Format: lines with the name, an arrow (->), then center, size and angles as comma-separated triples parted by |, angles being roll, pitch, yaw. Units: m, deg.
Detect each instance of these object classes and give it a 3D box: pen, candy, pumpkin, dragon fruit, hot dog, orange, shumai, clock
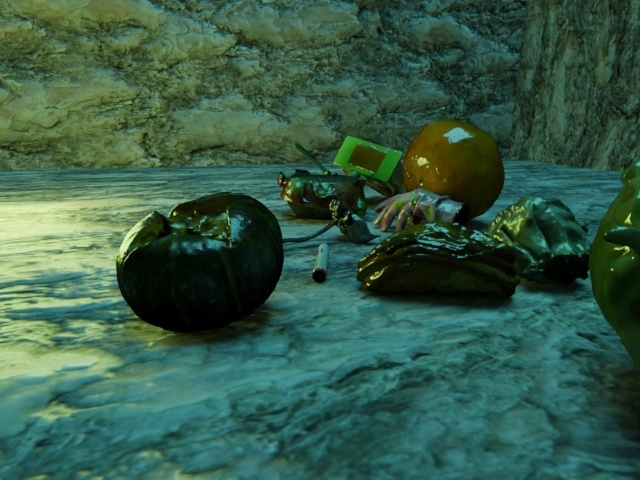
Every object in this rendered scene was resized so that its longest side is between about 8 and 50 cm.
pen -> 0.003, 0.035, 0.908 | 0.026, 0.026, 0.218 | 1, 15, 3
candy -> 0.014, -0.221, 1.500 | 0.097, 0.097, 0.323 | 15, -14, 44
pumpkin -> -0.164, 0.031, 0.662 | 0.237, 0.159, 0.238 | -9, 33, 6
dragon fruit -> 0.013, -0.137, 1.356 | 0.295, 0.130, 0.268 | -11, 18, -36
hot dog -> 0.190, 0.027, 0.773 | 0.258, 0.114, 0.175 | 3, 14, 6
orange -> 0.355, -0.184, 1.262 | 0.226, 0.284, 0.283 | -22, 24, -26
shumai -> 0.382, 0.029, 0.826 | 0.183, 0.184, 0.142 | 5, 45, 16
clock -> 0.204, -0.223, 1.574 | 0.219, 0.106, 0.255 | 26, -4, 34

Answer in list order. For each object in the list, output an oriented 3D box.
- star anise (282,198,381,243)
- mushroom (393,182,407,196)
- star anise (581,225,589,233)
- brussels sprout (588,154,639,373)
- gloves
star anise -> 0.000, 0.000, 1.065 | 0.227, 0.218, 0.148 | -40, 58, -2
mushroom -> 0.386, -0.153, 1.516 | 0.351, 0.095, 0.122 | -7, -1, -32
star anise -> 0.510, -0.016, 1.070 | 0.212, 0.054, 0.157 | -5, 16, -11
brussels sprout -> 0.470, 0.017, 0.362 | 0.360, 0.343, 0.425 | -22, 37, -40
gloves -> 0.243, -0.076, 1.170 | 0.241, 0.126, 0.145 | 20, 28, 32
